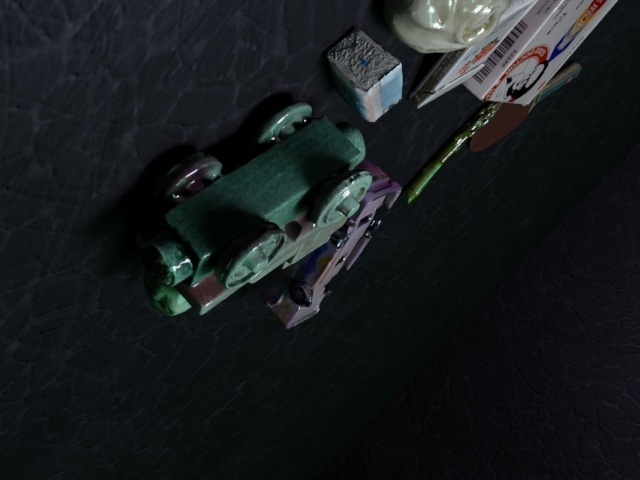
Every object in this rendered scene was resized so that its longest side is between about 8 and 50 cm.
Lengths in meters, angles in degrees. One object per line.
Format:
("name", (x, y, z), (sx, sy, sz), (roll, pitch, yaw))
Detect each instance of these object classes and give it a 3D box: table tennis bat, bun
("table tennis bat", (0.364, -0.245, 1.696), (0.274, 0.021, 0.154), (-34, 160, -22))
("bun", (0.158, -0.276, 1.061), (0.183, 0.102, 0.183), (-41, 161, -17))

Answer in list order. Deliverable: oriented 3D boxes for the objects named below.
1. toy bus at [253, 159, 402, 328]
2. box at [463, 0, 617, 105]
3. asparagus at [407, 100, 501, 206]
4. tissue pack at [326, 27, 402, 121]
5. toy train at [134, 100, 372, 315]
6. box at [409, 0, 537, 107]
("toy bus", (0.000, 0.000, 1.326), (0.090, 0.112, 0.274), (-23, 153, -46))
("box", (0.363, -0.352, 1.388), (0.353, 0.069, 0.214), (-50, 161, 25))
("asparagus", (0.217, -0.150, 1.585), (0.236, 0.027, 0.034), (-47, 166, 10))
("tissue pack", (0.051, -0.185, 1.085), (0.059, 0.074, 0.094), (-45, 165, -6))
("toy train", (-0.079, -0.022, 1.076), (0.304, 0.150, 0.221), (-34, 166, -32))
("box", (0.200, -0.252, 1.256), (0.109, 0.029, 0.198), (-33, 171, -31))
